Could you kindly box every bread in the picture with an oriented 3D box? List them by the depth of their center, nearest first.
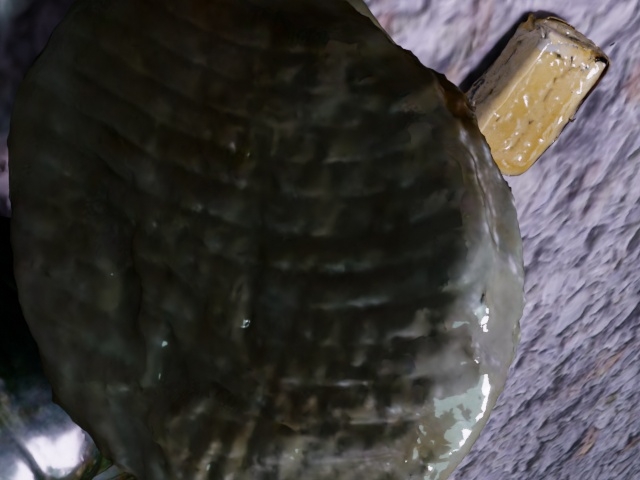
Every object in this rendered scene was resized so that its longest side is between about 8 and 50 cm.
[{"bbox_3d":[0.127,-0.090,1.125,0.072,0.053,0.106,19,123,-35],"label":"bread"}]

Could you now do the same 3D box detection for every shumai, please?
[{"bbox_3d":[0.000,0.000,0.815,0.222,0.272,0.203,-24,165,23],"label":"shumai"}]

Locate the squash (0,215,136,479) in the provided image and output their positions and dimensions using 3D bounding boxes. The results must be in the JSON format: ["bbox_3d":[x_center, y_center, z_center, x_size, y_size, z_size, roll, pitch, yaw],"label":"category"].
[{"bbox_3d":[-0.172,0.086,0.885,0.218,0.172,0.218,-52,159,-30],"label":"squash"}]
